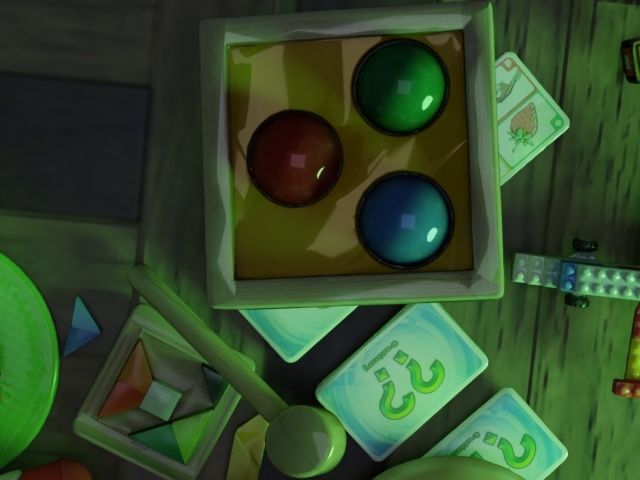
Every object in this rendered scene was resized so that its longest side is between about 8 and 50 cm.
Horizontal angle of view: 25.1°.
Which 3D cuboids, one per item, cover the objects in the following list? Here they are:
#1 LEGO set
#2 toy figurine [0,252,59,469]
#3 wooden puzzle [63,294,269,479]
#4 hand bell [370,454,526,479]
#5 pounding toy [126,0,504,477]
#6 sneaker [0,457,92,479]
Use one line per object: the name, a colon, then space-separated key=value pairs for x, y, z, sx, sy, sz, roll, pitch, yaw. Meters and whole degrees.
LEGO set: x=0.103 y=0.015 z=0.691 sx=0.244 sy=0.060 sz=0.182 roll=-41 pitch=97 yaw=3
toy figurine: x=-0.208 y=0.070 z=0.622 sx=0.173 sy=0.159 sz=0.130 roll=-13 pitch=96 yaw=-3
wooden puzzle: x=-0.076 y=0.077 z=0.705 sx=0.116 sy=0.014 sz=0.078 roll=21 pitch=93 yaw=-5
hand bell: x=0.059 y=0.193 z=0.602 sx=0.126 sy=0.242 sz=0.126 roll=0 pitch=103 yaw=2
pounding toy: x=-0.009 y=0.006 z=0.645 sx=0.181 sy=0.094 sz=0.206 roll=-3 pitch=87 yaw=7
sneaker: x=-0.074 y=0.226 z=0.677 sx=0.118 sy=0.107 sz=0.279 roll=-35 pitch=99 yaw=-10
